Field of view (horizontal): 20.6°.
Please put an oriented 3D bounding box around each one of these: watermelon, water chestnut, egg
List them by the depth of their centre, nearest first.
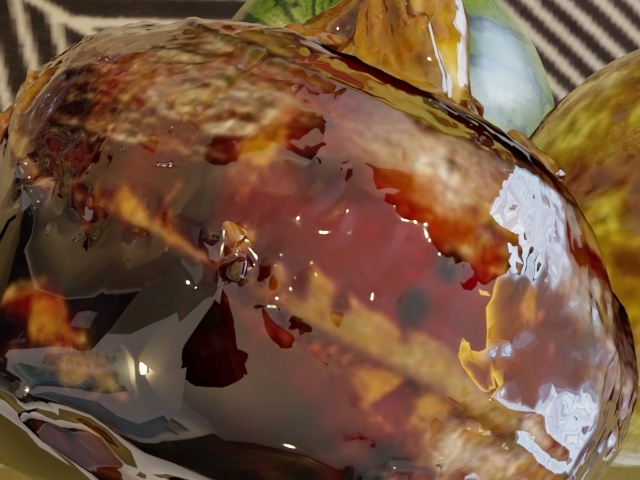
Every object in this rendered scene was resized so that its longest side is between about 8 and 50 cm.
[{"bbox_3d":[0.000,0.000,0.837,0.335,0.335,0.347,31,79,-17],"label":"water chestnut"},{"bbox_3d":[0.209,0.009,1.010,0.289,0.238,0.238,-27,103,-13],"label":"egg"},{"bbox_3d":[0.048,-0.125,1.542,0.331,0.189,0.330,-1,81,5],"label":"watermelon"}]
